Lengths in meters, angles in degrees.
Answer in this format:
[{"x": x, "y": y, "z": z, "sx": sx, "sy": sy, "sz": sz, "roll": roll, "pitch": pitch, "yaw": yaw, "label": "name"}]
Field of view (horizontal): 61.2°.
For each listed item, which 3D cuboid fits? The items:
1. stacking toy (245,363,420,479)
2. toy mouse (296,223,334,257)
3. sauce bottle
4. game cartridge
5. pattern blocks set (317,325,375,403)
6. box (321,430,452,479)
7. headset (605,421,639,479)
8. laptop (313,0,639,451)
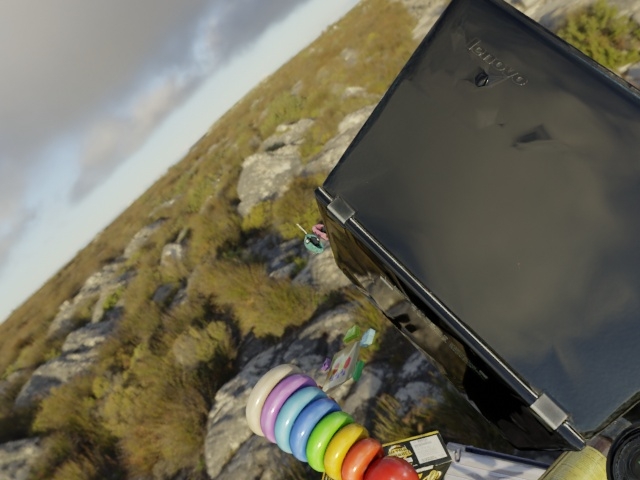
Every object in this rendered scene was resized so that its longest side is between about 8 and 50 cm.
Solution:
[{"x": 0.025, "y": 0.338, "z": 0.911, "sx": 0.330, "sy": 0.141, "sz": 0.141, "roll": 22, "pitch": 62, "yaw": 41, "label": "stacking toy"}, {"x": 0.000, "y": 0.000, "z": 1.347, "sx": 0.161, "sy": 0.143, "sz": 0.031, "roll": -73, "pitch": 8, "yaw": -57, "label": "toy mouse"}, {"x": 0.576, "y": 0.494, "z": 1.167, "sx": 0.344, "sy": 0.111, "sz": 0.111, "roll": -23, "pitch": 3, "yaw": -33, "label": "sauce bottle"}, {"x": 0.505, "y": 0.681, "z": 1.428, "sx": 0.355, "sy": 0.230, "sz": 0.068, "roll": 6, "pitch": 13, "yaw": 21, "label": "game cartridge"}, {"x": 0.066, "y": 0.394, "z": 1.670, "sx": 0.285, "sy": 0.026, "sz": 0.325, "roll": -65, "pitch": 11, "yaw": -26, "label": "pattern blocks set"}, {"x": 0.123, "y": 0.564, "z": 1.193, "sx": 0.257, "sy": 0.322, "sz": 0.079, "roll": -8, "pitch": 42, "yaw": -19, "label": "box"}, {"x": 0.486, "y": 0.354, "z": 0.680, "sx": 0.394, "sy": 0.243, "sz": 0.185, "roll": -42, "pitch": 19, "yaw": -24, "label": "headset"}, {"x": 0.206, "y": 0.016, "z": 0.634, "sx": 0.236, "sy": 0.382, "sz": 0.408, "roll": -40, "pitch": -21, "yaw": -9, "label": "laptop"}]
